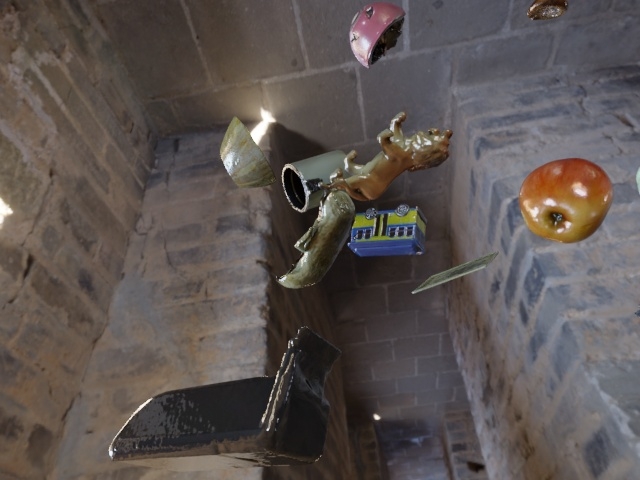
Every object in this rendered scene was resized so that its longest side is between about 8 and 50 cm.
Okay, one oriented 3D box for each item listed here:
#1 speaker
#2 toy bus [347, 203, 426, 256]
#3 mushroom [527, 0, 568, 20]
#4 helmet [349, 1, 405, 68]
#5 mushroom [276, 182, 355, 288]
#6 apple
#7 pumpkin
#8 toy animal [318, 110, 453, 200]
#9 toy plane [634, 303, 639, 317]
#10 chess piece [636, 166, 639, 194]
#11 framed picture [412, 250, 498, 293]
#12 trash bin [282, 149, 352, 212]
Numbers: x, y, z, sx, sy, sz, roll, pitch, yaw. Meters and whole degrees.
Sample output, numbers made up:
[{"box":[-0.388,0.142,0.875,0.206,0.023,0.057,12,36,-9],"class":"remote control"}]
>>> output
[{"box":[-0.159,0.298,0.766,0.389,0.184,0.180,-16,142,22],"class":"speaker"},{"box":[0.267,-0.032,1.709,0.288,0.175,0.138,-4,154,29],"class":"toy bus"},{"box":[0.724,-0.742,1.360,0.123,0.123,0.052,4,96,-8],"class":"mushroom"},{"box":[0.166,-0.665,1.352,0.154,0.253,0.198,42,117,7],"class":"helmet"},{"box":[0.001,0.002,1.266,0.130,0.247,0.344,28,97,6],"class":"mushroom"},{"box":[0.707,-0.116,1.249,0.242,0.241,0.242,18,131,22],"class":"apple"},{"box":[-0.224,-0.231,1.219,0.110,0.217,0.217,-36,135,-4],"class":"pumpkin"},{"box":[0.162,-0.179,1.006,0.312,0.097,0.157,-38,106,15],"class":"toy animal"},{"box":[0.698,0.158,0.908,0.031,0.078,0.083,-32,174,11],"class":"toy plane"},{"box":[0.847,-0.238,0.979,0.195,0.298,0.194,16,159,6],"class":"chess piece"},{"box":[0.397,0.094,1.255,0.231,0.010,0.173,-28,176,34],"class":"framed picture"},{"box":[-0.005,-0.263,1.886,0.263,0.277,0.217,-22,107,-26],"class":"trash bin"}]
